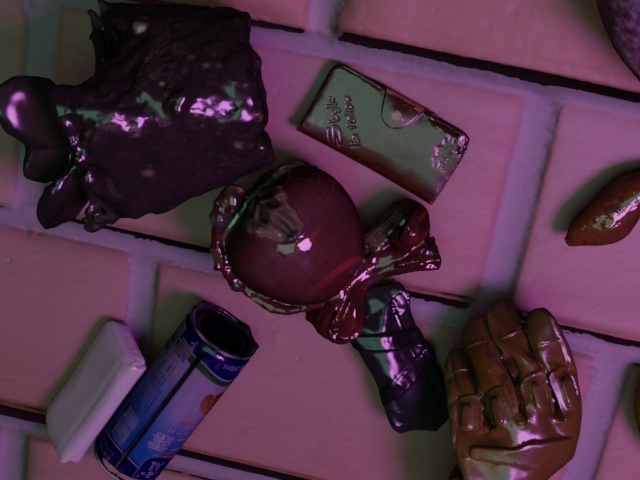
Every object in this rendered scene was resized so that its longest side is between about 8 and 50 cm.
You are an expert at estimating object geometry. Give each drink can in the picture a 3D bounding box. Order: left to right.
[{"bbox_3d":[-0.179,0.190,1.136,0.097,0.097,0.235,36,109,-4],"label":"drink can"}]

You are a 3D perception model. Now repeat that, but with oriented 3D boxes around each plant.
[{"bbox_3d":[-0.190,-0.136,0.968,0.276,0.188,0.199,-14,144,-1],"label":"plant"}]

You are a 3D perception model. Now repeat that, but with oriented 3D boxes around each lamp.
[{"bbox_3d":[-0.005,-0.008,1.028,0.215,0.151,0.223,-43,130,12],"label":"lamp"}]

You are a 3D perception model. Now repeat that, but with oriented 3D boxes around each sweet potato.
[{"bbox_3d":[0.361,-0.054,0.997,0.218,0.051,0.065,-27,99,15],"label":"sweet potato"}]

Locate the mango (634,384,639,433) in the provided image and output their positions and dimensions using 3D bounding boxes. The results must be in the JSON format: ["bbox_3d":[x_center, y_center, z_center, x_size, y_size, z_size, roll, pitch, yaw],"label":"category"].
[{"bbox_3d":[0.424,0.218,1.067,0.103,0.076,0.161,-40,96,23],"label":"mango"}]

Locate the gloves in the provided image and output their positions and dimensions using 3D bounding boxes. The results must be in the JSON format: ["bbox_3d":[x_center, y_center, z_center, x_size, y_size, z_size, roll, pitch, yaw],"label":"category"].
[{"bbox_3d":[0.212,0.228,1.061,0.154,0.141,0.331,6,115,-10],"label":"gloves"}]

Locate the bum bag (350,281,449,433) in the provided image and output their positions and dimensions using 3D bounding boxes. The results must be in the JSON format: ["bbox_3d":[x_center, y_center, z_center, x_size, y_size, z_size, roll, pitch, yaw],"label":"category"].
[{"bbox_3d":[0.093,0.144,1.107,0.087,0.049,0.197,-28,103,-9],"label":"bum bag"}]

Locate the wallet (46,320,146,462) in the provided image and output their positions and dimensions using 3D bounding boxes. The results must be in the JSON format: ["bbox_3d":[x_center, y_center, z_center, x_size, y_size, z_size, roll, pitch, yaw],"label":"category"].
[{"bbox_3d":[-0.285,0.191,1.160,0.033,0.095,0.190,17,119,-43],"label":"wallet"}]

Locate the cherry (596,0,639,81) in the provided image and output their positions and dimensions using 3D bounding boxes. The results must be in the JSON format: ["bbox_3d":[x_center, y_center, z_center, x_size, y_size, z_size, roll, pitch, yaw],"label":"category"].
[{"bbox_3d":[0.375,-0.239,0.849,0.236,0.213,0.285,-8,117,20],"label":"cherry"}]

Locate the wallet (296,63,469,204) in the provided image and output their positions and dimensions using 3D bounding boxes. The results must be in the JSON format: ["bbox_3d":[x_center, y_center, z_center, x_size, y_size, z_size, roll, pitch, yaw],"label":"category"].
[{"bbox_3d":[0.071,-0.119,1.031,0.176,0.026,0.095,30,108,-3],"label":"wallet"}]
